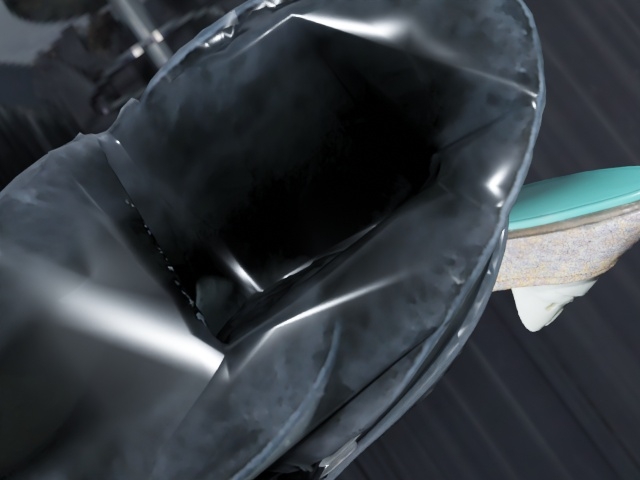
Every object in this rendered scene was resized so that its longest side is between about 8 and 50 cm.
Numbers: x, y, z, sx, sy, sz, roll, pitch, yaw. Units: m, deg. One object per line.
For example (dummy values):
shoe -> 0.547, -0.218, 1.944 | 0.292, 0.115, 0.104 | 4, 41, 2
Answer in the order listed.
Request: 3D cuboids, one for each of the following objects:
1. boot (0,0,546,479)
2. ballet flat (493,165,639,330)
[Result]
boot -> -0.001, 0.002, 0.596 | 0.367, 0.146, 0.445 | -54, 171, -19
ballet flat -> 0.125, 0.019, 1.069 | 0.315, 0.106, 0.107 | -9, -160, 20
